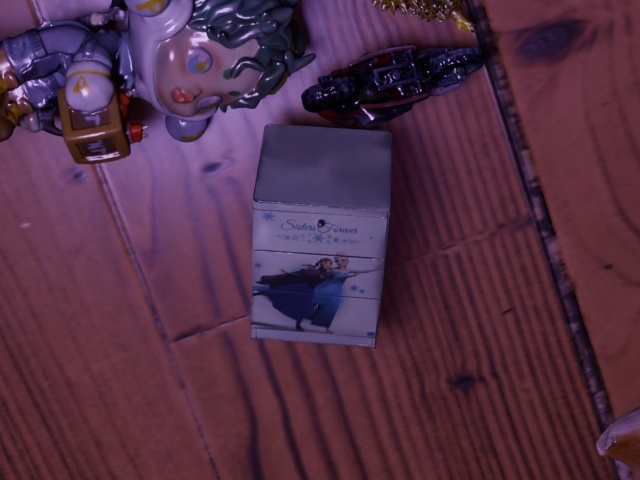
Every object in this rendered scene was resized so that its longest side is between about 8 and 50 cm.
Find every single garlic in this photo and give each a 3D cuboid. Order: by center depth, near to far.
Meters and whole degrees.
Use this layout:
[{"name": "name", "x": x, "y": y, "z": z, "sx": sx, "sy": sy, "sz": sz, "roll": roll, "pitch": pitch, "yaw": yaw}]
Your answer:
[{"name": "garlic", "x": 0.443, "y": 0.281, "z": 1.612, "sx": 0.198, "sy": 0.090, "sz": 0.128, "roll": 43, "pitch": 116, "yaw": -15}]

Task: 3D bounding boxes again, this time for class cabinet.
[{"name": "cabinet", "x": 0.000, "y": 0.000, "z": 1.474, "sx": 0.145, "sy": 0.150, "sz": 0.206, "roll": 4, "pitch": 129, "yaw": 0}]

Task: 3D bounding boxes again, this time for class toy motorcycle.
[{"name": "toy motorcycle", "x": 0.079, "y": -0.175, "z": 1.494, "sx": 0.213, "sy": 0.122, "sz": 0.082, "roll": -14, "pitch": 91, "yaw": -8}]

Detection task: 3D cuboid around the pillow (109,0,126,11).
[{"name": "pillow", "x": -0.213, "y": -0.339, "z": 1.486, "sx": 0.090, "sy": 0.048, "sz": 0.150, "roll": -12, "pitch": 107, "yaw": 11}]

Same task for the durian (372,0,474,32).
[{"name": "durian", "x": 0.108, "y": -0.312, "z": 1.462, "sx": 0.146, "sy": 0.102, "sz": 0.208, "roll": -33, "pitch": 104, "yaw": 2}]

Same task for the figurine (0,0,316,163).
[{"name": "figurine", "x": -0.194, "y": -0.197, "z": 1.430, "sx": 0.382, "sy": 0.261, "sz": 0.186, "roll": -18, "pitch": 74, "yaw": -4}]
